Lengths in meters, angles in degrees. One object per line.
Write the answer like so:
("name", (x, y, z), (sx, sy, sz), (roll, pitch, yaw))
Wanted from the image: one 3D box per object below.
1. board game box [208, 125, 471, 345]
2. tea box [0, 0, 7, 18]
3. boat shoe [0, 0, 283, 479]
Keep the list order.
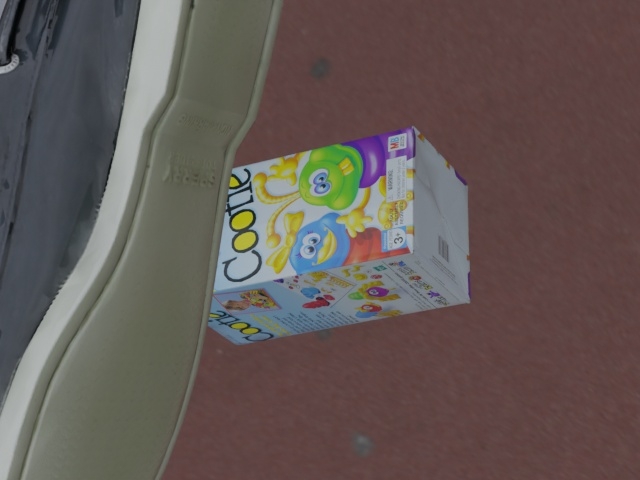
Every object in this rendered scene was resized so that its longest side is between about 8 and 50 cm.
("board game box", (0.000, 0.000, 1.570), (0.275, 0.144, 0.142), (-12, 62, 25))
("tea box", (-0.277, -0.339, 1.557), (0.220, 0.329, 0.324), (24, 45, -3))
("boat shoe", (-0.113, 0.000, 0.624), (0.113, 0.127, 0.340), (14, 91, 23))
